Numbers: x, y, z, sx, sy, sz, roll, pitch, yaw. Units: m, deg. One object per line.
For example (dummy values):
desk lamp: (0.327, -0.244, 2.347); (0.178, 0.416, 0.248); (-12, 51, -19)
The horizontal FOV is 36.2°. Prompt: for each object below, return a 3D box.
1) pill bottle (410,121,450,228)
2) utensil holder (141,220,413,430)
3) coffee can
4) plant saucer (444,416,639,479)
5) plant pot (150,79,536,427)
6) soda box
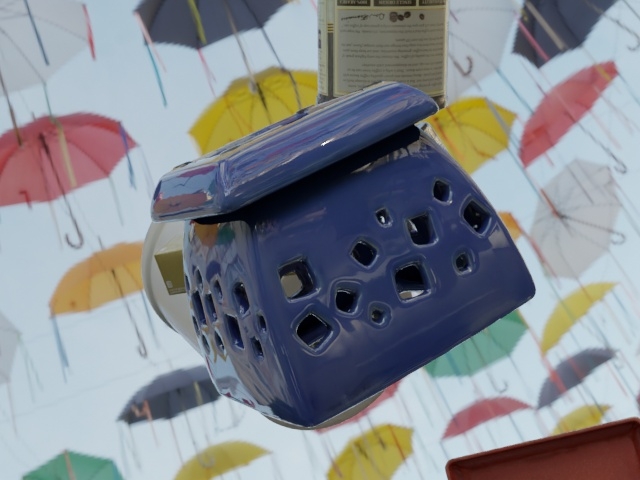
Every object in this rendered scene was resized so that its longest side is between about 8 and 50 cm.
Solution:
pill bottle: (0.170, -0.080, 1.523); (0.112, 0.112, 0.187); (-33, -79, 11)
utensil holder: (-0.078, 0.086, 1.598); (0.327, 0.385, 0.328); (-12, -65, -26)
coffee can: (0.093, -0.337, 1.449); (0.201, 0.201, 0.275); (-7, -73, -22)
plant saucer: (0.313, 0.373, 1.225); (0.258, 0.259, 0.047); (-18, -10, 18)
plant pot: (0.000, 0.000, 0.830); (0.236, 0.212, 0.236); (-28, 10, -22)
soda box: (-0.103, 0.017, 1.172); (0.181, 0.061, 0.058); (-11, -71, 24)
